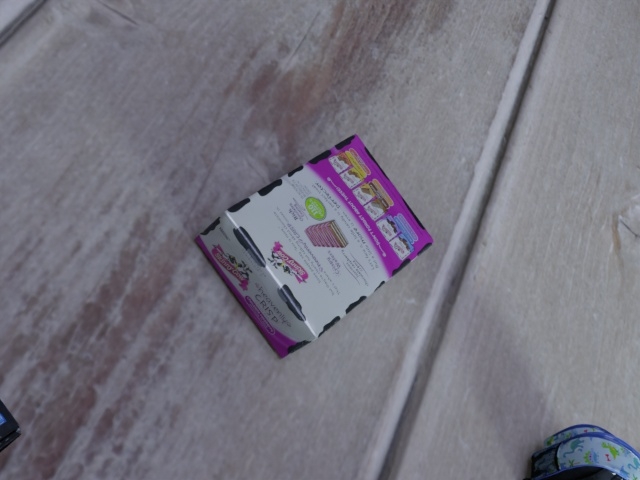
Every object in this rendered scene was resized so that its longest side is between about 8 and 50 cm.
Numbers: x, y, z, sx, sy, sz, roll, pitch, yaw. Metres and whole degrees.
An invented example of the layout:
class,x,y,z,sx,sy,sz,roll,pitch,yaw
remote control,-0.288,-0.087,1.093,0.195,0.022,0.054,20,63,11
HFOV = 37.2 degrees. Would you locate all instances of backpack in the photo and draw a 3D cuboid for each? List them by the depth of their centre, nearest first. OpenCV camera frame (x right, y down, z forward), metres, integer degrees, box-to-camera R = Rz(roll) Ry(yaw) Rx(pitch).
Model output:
class,x,y,z,sx,sy,sz,roll,pitch,yaw
backpack,0.309,0.261,1.087,0.105,0.114,0.084,34,49,-16

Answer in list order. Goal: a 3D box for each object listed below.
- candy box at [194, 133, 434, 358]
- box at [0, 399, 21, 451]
class,x,y,z,sx,sy,sz,roll,pitch,yaw
candy box,0.000,0.000,1.036,0.233,0.071,0.159,-34,88,-44
box,-0.340,0.120,0.702,0.147,0.077,0.180,-34,88,-43
